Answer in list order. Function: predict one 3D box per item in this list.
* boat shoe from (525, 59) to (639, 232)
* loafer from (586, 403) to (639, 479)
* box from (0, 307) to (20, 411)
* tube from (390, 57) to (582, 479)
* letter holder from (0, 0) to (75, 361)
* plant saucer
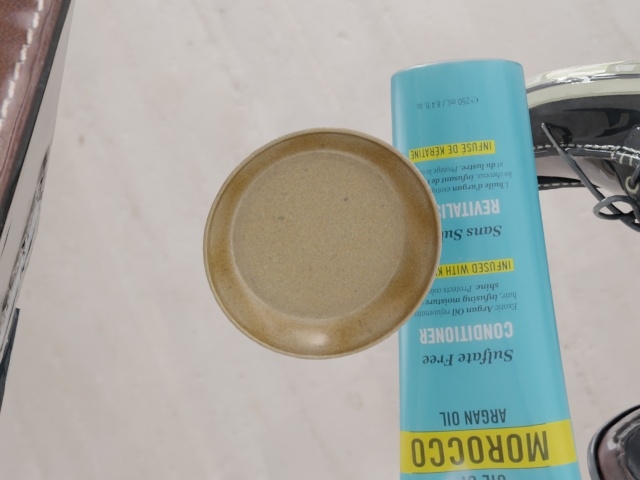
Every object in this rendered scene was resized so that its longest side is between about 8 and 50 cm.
[{"bbox_3d":[0.316,-0.064,1.343,0.500,0.187,0.156,1,81,46],"label":"boat shoe"},{"bbox_3d":[0.365,0.185,1.386,0.095,0.302,0.109,-31,64,45],"label":"loafer"},{"bbox_3d":[-0.306,0.148,1.215,0.220,0.051,0.175,-22,55,58],"label":"box"},{"bbox_3d":[0.061,0.035,0.607,0.080,0.052,0.207,-7,85,23],"label":"tube"},{"bbox_3d":[-0.198,0.058,0.363,0.152,0.214,0.302,115,167,-56],"label":"letter holder"},{"bbox_3d":[0.000,0.000,0.541,0.015,0.083,0.083,-121,43,-71],"label":"plant saucer"}]
